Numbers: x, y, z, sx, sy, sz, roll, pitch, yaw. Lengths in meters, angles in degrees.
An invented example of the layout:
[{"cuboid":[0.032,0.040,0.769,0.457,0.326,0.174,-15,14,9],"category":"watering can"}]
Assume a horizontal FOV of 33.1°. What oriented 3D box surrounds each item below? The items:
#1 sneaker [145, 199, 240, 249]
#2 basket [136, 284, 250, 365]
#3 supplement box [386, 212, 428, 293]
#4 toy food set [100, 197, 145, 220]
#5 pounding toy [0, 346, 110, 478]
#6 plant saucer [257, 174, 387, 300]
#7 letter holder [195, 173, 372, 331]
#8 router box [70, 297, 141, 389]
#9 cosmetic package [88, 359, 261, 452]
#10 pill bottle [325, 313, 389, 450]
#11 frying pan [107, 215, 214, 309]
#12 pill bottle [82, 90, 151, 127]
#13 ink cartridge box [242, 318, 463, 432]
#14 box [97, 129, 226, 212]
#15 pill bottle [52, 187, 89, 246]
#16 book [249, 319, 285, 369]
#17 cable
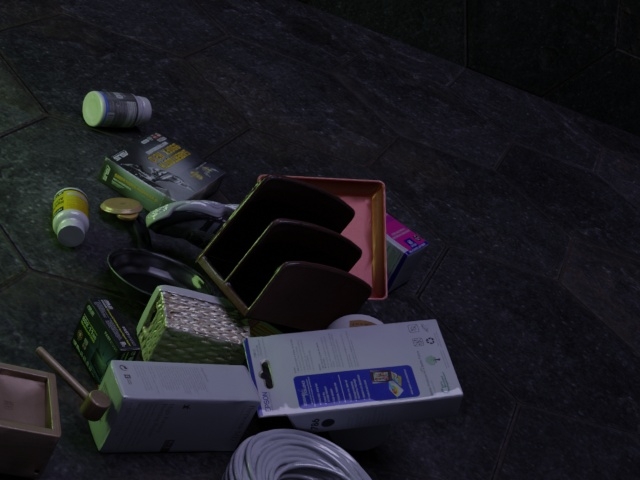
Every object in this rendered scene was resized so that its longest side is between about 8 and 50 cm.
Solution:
[{"cuboid":[-0.190,0.013,2.005,0.268,0.101,0.153,4,70,-24],"category":"sneaker"},{"cuboid":[-0.207,0.160,1.774,0.167,0.113,0.103,17,33,-23],"category":"basket"},{"cuboid":[0.105,-0.001,2.346,0.220,0.114,0.111,35,28,17],"category":"supplement box"},{"cuboid":[-0.379,-0.062,2.067,0.083,0.020,0.082,11,21,15],"category":"toy food set"},{"cuboid":[-0.400,0.235,1.480,0.206,0.094,0.181,17,28,-28],"category":"pounding toy"},{"cuboid":[0.000,0.000,2.134,0.259,0.048,0.258,2,67,-5],"category":"plant saucer"},{"cuboid":[-0.026,0.028,1.882,0.152,0.214,0.302,46,14,31],"category":"letter holder"},{"cuboid":[-0.334,0.162,1.669,0.038,0.092,0.122,0,38,-43],"category":"router box"},{"cuboid":[-0.216,0.249,1.604,0.231,0.117,0.085,7,35,-33],"category":"cosmetic package"},{"cuboid":[0.065,0.244,1.854,0.131,0.131,0.229,22,32,-13],"category":"pill bottle"},{"cuboid":[-0.325,0.041,1.933,0.326,0.053,0.197,36,20,36],"category":"frying pan"},{"cuboid":[-0.443,-0.286,2.360,0.137,0.078,0.078,-4,41,-47],"category":"pill bottle"},{"cuboid":[0.047,0.218,1.732,0.333,0.065,0.165,-3,46,-12],"category":"ink cartridge box"},{"cuboid":[-0.325,-0.135,2.235,0.183,0.056,0.231,31,27,7],"category":"box"},{"cuboid":[-0.449,-0.040,1.942,0.065,0.065,0.116,16,29,-23],"category":"pill bottle"},{"cuboid":[-0.114,0.172,1.931,0.144,0.035,0.096,32,23,10],"category":"book"},{"cuboid":[-0.023,0.389,1.572,0.257,0.089,0.257,40,28,23],"category":"cable"}]
